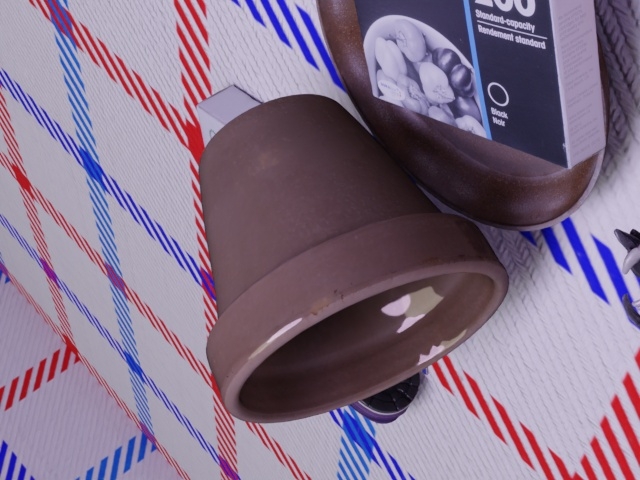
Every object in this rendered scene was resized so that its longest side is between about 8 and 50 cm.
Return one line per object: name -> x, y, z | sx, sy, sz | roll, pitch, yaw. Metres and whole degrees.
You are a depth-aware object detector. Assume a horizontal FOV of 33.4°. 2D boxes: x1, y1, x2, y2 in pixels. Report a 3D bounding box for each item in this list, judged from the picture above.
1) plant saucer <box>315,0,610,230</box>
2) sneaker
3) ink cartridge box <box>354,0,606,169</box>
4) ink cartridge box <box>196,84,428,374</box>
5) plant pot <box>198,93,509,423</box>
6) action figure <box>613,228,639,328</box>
plant saucer -> 0.113, -0.151, 0.850 | 0.310, 0.050, 0.311 | 41, 151, 29
sneaker -> -0.003, 0.119, 1.329 | 0.283, 0.107, 0.124 | 49, 160, 14
ink cartridge box -> 0.099, -0.170, 0.743 | 0.206, 0.045, 0.208 | 29, 143, 44
ink cartridge box -> 0.003, -0.019, 1.187 | 0.371, 0.069, 0.176 | 39, 150, 36
plant pot -> 0.000, 0.000, 0.941 | 0.263, 0.263, 0.229 | 107, 143, -59
action figure -> 0.275, 0.047, 0.703 | 0.164, 0.141, 0.275 | 50, 152, 1
